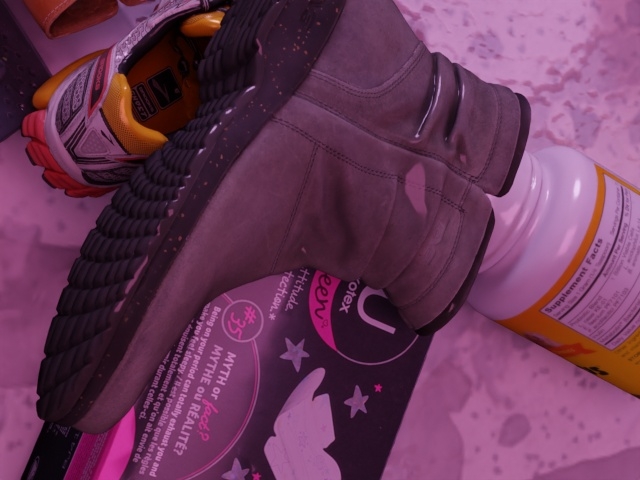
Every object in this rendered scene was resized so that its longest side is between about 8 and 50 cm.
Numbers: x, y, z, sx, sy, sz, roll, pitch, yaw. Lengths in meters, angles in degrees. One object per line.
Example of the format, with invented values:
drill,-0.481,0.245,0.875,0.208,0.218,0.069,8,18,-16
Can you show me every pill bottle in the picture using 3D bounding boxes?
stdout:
pill bottle,0.171,0.018,0.689,0.215,0.117,0.117,28,81,-17

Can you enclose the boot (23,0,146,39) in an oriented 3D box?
boot,-0.107,-0.208,0.589,0.197,0.073,0.152,-35,77,-2

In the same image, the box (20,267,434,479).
box,-0.056,0.094,0.586,0.142,0.163,0.247,25,81,-21

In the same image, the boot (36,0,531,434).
boot,0.000,0.000,0.478,0.161,0.083,0.246,36,73,-23

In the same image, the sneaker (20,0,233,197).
sneaker,-0.054,-0.102,0.603,0.225,0.093,0.088,-50,115,-34

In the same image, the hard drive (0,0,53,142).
hard drive,-0.252,-0.137,0.526,0.254,0.054,0.172,55,32,-14
